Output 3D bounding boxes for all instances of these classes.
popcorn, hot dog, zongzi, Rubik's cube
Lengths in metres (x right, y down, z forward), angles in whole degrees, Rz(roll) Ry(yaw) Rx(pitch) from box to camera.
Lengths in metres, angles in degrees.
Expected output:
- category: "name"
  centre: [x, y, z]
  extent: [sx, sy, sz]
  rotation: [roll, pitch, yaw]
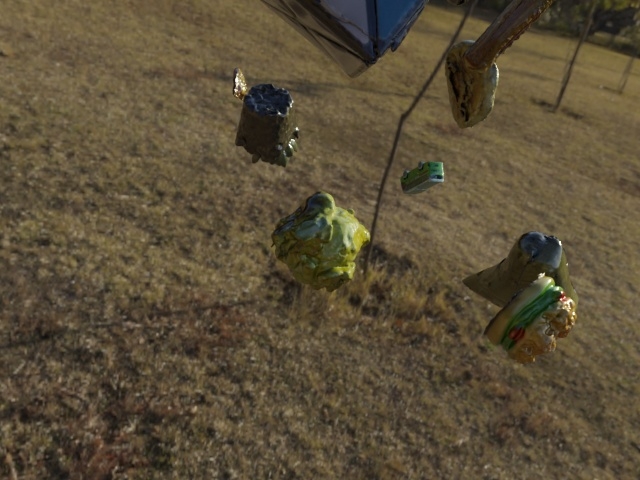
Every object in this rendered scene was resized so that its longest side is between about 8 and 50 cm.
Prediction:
- category: "popcorn"
  centre: [0.002, 0.018, 2.015]
  extent: [0.312, 0.312, 0.312]
  rotation: [10, 29, -5]
- category: "hot dog"
  centre: [0.466, -0.522, 1.533]
  extent: [0.068, 0.289, 0.083]
  rotation: [23, 26, -54]
- category: "zongzi"
  centre: [0.577, 0.090, 1.954]
  extent: [0.393, 0.356, 0.174]
  rotation: [19, 62, 38]
- category: "Rubik's cube"
  centre: [0.056, -0.502, 1.107]
  extent: [0.307, 0.305, 0.310]
  rotation: [37, 6, -10]

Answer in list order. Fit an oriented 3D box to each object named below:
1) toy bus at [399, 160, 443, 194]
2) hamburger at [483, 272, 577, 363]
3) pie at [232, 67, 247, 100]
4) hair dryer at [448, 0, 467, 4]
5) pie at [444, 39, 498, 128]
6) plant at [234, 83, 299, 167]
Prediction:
- category: "toy bus"
  centre: [0.152, -0.094, 0.957]
  extent: [0.031, 0.037, 0.083]
  rotation: [1, -13, -24]
- category: "hamburger"
  centre: [0.532, 0.207, 1.571]
  extent: [0.237, 0.237, 0.149]
  rotation: [-21, 58, -45]
- category: "pie"
  centre: [-0.226, -0.442, 1.784]
  extent: [0.033, 0.088, 0.191]
  rotation: [-5, 11, 0]
- category: "hair dryer"
  centre: [0.398, -0.752, 1.714]
  extent: [0.075, 0.219, 0.195]
  rotation: [12, 18, -2]
- category: "pie"
  centre: [0.531, -0.561, 2.292]
  extent: [0.077, 0.339, 0.339]
  rotation: [-7, 33, -13]
- category: "plant"
  centre: [-0.123, -0.257, 1.477]
  extent: [0.129, 0.194, 0.132]
  rotation: [26, 55, 19]
